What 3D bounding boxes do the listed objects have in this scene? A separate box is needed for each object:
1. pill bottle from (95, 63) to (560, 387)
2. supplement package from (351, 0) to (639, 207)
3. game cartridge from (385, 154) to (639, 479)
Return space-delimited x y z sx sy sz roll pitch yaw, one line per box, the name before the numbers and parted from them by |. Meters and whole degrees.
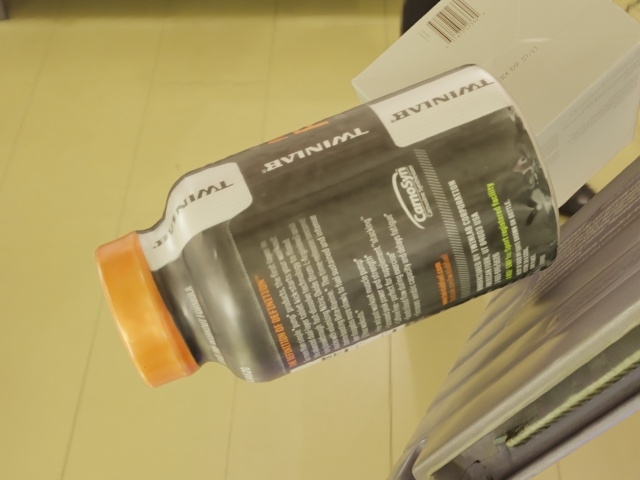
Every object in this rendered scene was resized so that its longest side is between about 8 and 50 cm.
pill bottle | 0.000 0.000 0.599 0.246 0.130 0.130 -22 49 -5
supplement package | 0.160 -0.114 0.916 0.194 0.203 0.149 -41 68 -2
game cartridge | 0.181 0.010 0.561 0.068 0.355 0.230 43 45 3
